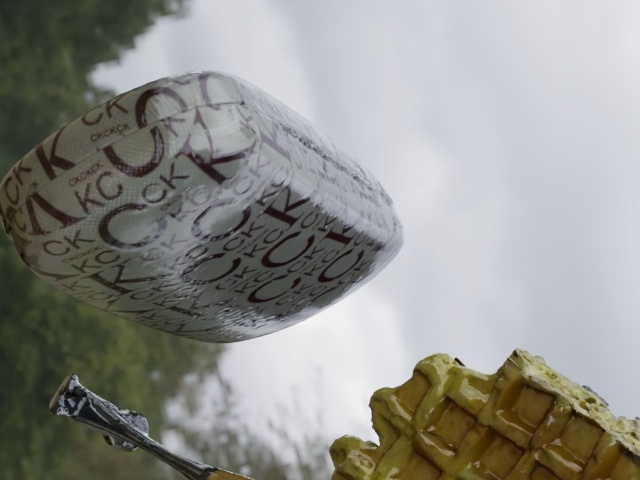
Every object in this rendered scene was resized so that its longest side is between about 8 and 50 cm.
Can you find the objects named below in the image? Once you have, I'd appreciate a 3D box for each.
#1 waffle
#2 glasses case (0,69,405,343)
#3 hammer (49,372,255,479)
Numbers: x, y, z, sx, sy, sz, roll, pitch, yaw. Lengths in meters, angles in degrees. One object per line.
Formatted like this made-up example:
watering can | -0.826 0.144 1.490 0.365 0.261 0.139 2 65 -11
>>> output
waffle | 0.128 0.209 1.317 0.060 0.307 0.312 27 42 -55
glasses case | -0.050 -0.010 1.056 0.085 0.137 0.355 62 10 16
hammer | -0.039 0.104 0.825 0.201 0.021 0.078 24 -9 36
